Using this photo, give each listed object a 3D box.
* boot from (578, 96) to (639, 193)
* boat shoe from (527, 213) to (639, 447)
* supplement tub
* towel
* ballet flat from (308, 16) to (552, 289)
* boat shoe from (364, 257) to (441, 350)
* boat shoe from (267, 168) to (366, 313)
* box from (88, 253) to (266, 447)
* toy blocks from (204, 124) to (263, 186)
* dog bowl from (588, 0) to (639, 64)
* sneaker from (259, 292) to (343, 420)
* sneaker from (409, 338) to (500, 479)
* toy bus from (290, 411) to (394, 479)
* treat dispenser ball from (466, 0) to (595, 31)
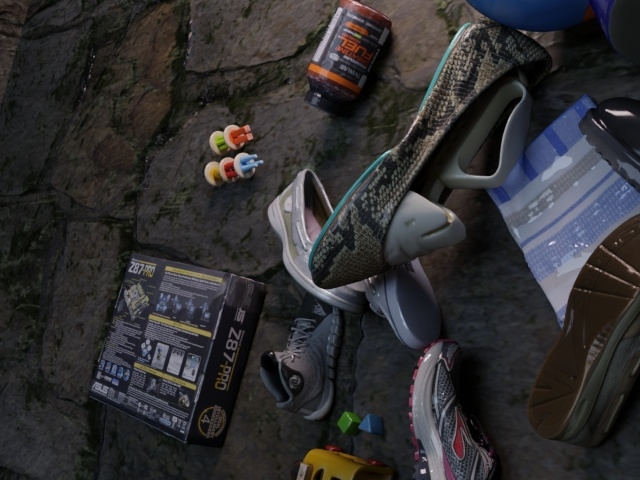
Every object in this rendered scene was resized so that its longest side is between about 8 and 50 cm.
[{"bbox_3d":[0.542,-0.195,1.044,0.445,0.146,0.367,-56,50,22],"label":"boot"},{"bbox_3d":[0.360,0.112,1.173,0.302,0.098,0.109,-67,25,7],"label":"boat shoe"},{"bbox_3d":[0.043,-0.323,1.725,0.106,0.106,0.198,34,101,51],"label":"supplement tub"},{"bbox_3d":[0.346,-0.041,1.303,0.209,0.034,0.285,-45,45,27],"label":"towel"},{"bbox_3d":[0.175,-0.105,1.393,0.182,0.164,0.483,32,83,31],"label":"ballet flat"},{"bbox_3d":[0.115,0.078,1.490,0.084,0.095,0.258,-48,33,31],"label":"boat shoe"},{"bbox_3d":[0.002,0.000,1.627,0.103,0.118,0.320,-57,33,22],"label":"boat shoe"},{"bbox_3d":[-0.292,0.202,1.898,0.395,0.097,0.318,7,81,51],"label":"box"},{"bbox_3d":[-0.166,-0.179,1.947,0.148,0.054,0.123,-11,67,47],"label":"toy blocks"},{"bbox_3d":[0.445,-0.326,1.127,0.265,0.264,0.104,-36,52,35],"label":"dog bowl"},{"bbox_3d":[-0.037,0.172,1.580,0.086,0.132,0.229,-21,59,43],"label":"sneaker"},{"bbox_3d":[0.186,0.279,1.306,0.112,0.121,0.299,-8,64,16],"label":"sneaker"},{"bbox_3d":[0.012,0.365,1.461,0.202,0.104,0.191,-46,44,26],"label":"toy bus"},{"bbox_3d":[0.306,-0.431,1.317,0.288,0.288,0.288,-23,57,42],"label":"treat dispenser ball"}]
